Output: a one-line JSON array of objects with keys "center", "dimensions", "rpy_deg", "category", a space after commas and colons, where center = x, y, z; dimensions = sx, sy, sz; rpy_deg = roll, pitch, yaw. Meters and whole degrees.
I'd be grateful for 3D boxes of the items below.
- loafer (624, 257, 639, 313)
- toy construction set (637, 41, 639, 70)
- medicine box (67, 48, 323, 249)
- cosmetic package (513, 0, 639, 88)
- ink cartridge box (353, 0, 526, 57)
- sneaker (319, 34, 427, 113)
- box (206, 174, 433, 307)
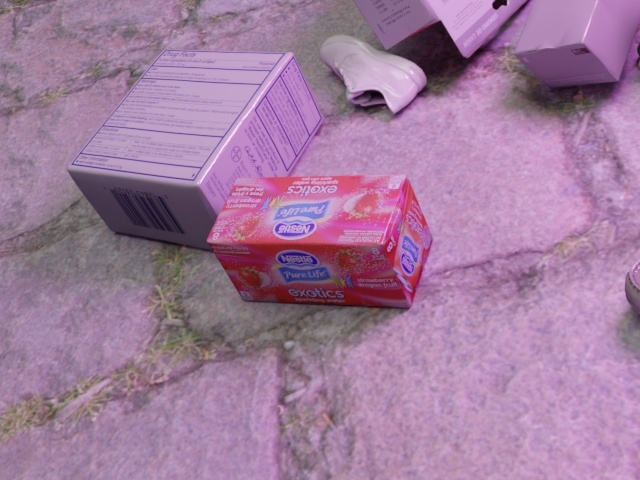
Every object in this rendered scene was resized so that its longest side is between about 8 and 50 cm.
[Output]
[{"center": [0.474, -0.024, 1.102], "dimensions": [0.319, 0.111, 0.112], "rpy_deg": [-31, 42, -4], "category": "loafer"}, {"center": [0.565, -0.393, 1.300], "dimensions": [0.258, 0.308, 0.237], "rpy_deg": [12, 50, 26], "category": "toy construction set"}, {"center": [-0.185, -0.148, 1.537], "dimensions": [0.264, 0.149, 0.289], "rpy_deg": [9, 53, 34], "category": "medicine box"}, {"center": [0.379, -0.339, 1.408], "dimensions": [0.127, 0.107, 0.237], "rpy_deg": [6, 70, 53], "category": "cosmetic package"}, {"center": [0.186, -0.442, 1.566], "dimensions": [0.130, 0.271, 0.309], "rpy_deg": [-19, 21, 52], "category": "ink cartridge box"}, {"center": [0.061, -0.257, 1.579], "dimensions": [0.212, 0.080, 0.094], "rpy_deg": [27, 76, 41], "category": "sneaker"}, {"center": [0.000, 0.000, 1.312], "dimensions": [0.257, 0.128, 0.122], "rpy_deg": [1, 49, 27], "category": "box"}]
